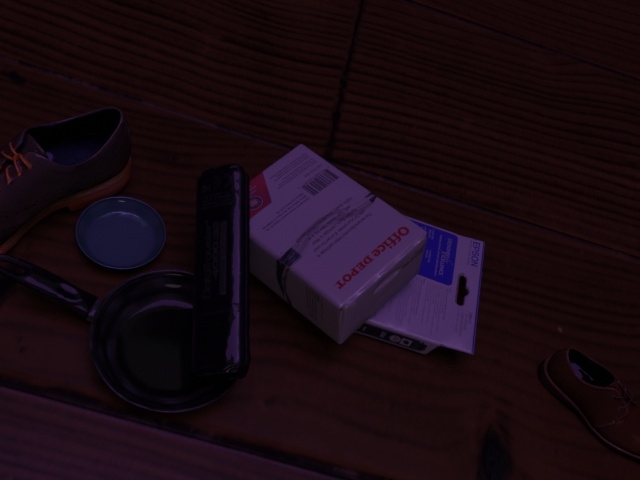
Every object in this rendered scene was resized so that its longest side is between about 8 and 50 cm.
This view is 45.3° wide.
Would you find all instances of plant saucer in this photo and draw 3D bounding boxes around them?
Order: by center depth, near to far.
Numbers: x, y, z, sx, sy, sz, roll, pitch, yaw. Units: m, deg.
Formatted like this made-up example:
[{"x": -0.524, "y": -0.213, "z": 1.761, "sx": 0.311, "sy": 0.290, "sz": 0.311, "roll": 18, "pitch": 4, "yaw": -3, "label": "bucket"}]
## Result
[{"x": -0.273, "y": -0.007, "z": 1.051, "sx": 0.119, "sy": 0.021, "sz": 0.119, "roll": 8, "pitch": 55, "yaw": -12, "label": "plant saucer"}]

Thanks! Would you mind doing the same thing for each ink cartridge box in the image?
[{"x": 0.000, "y": 0.000, "z": 1.046, "sx": 0.237, "sy": 0.100, "sz": 0.172, "roll": 37, "pitch": 61, "yaw": 25, "label": "ink cartridge box"}, {"x": 0.129, "y": 0.059, "z": 1.121, "sx": 0.208, "sy": 0.045, "sz": 0.206, "roll": 18, "pitch": 53, "yaw": -3, "label": "ink cartridge box"}]

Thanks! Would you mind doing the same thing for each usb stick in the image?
[{"x": -0.123, "y": 0.037, "z": 0.960, "sx": 0.077, "sy": 0.045, "sz": 0.277, "roll": -11, "pitch": 68, "yaw": 21, "label": "usb stick"}]

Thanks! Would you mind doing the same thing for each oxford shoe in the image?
[{"x": -0.408, "y": -0.077, "z": 0.985, "sx": 0.130, "sy": 0.132, "sz": 0.364, "roll": 45, "pitch": 55, "yaw": 14, "label": "oxford shoe"}, {"x": 0.410, "y": 0.232, "z": 1.076, "sx": 0.212, "sy": 0.076, "sz": 0.076, "roll": 38, "pitch": 52, "yaw": 8, "label": "oxford shoe"}]

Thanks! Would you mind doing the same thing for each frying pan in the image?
[{"x": -0.251, "y": 0.121, "z": 0.951, "sx": 0.326, "sy": 0.053, "sz": 0.197, "roll": 4, "pitch": 56, "yaw": -14, "label": "frying pan"}]
